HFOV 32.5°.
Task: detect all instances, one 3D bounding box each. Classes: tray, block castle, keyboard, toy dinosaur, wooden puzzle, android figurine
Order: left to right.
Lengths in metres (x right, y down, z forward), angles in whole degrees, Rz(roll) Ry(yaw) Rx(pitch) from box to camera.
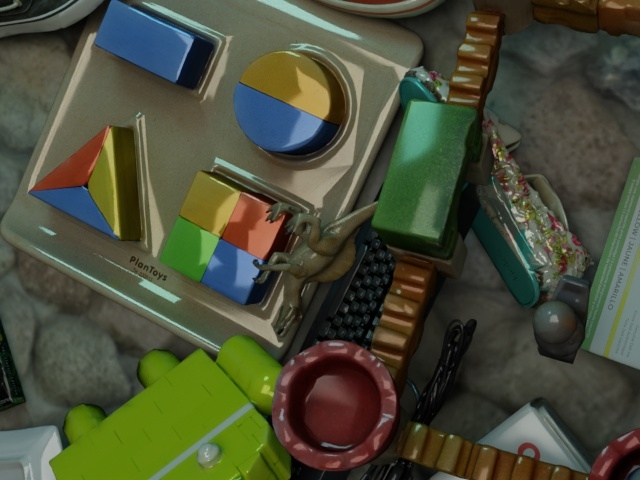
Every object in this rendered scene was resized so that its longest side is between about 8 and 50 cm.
[{"bbox_3d":[-0.275,0.313,1.028,0.145,0.030,0.271,-15,82,46],"label":"tray"},{"bbox_3d":[-0.128,0.181,0.901,0.248,0.273,0.056,-36,118,-10],"label":"android figurine"},{"bbox_3d":[-0.116,-0.096,1.019,0.322,0.080,0.348,26,93,15],"label":"wooden puzzle"},{"bbox_3d":[0.000,0.000,0.952,0.183,0.092,0.053,-48,36,18],"label":"toy dinosaur"},{"bbox_3d":[0.046,0.101,0.935,0.201,0.033,0.317,29,95,52],"label":"keyboard"},{"bbox_3d":[0.175,-0.027,0.756,0.302,0.213,0.453,14,78,19],"label":"block castle"}]

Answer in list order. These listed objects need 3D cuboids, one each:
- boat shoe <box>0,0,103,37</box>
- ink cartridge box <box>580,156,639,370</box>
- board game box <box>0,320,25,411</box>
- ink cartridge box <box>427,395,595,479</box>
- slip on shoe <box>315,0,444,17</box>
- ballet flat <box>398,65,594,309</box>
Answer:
[{"bbox_3d":[-0.288,-0.243,1.047,0.219,0.070,0.078,-9,61,30],"label":"boat shoe"},{"bbox_3d":[0.329,0.040,0.851,0.235,0.056,0.171,19,91,48],"label":"ink cartridge box"},{"bbox_3d":[-0.433,0.144,1.117,0.259,0.030,0.136,-21,84,13],"label":"board game box"},{"bbox_3d":[0.138,0.287,0.909,0.273,0.114,0.197,-40,77,11],"label":"ink cartridge box"},{"bbox_3d":[-0.020,-0.308,0.987,0.331,0.101,0.123,37,79,14],"label":"slip on shoe"},{"bbox_3d":[0.154,-0.052,0.955,0.077,0.091,0.241,-27,84,-21],"label":"ballet flat"}]
